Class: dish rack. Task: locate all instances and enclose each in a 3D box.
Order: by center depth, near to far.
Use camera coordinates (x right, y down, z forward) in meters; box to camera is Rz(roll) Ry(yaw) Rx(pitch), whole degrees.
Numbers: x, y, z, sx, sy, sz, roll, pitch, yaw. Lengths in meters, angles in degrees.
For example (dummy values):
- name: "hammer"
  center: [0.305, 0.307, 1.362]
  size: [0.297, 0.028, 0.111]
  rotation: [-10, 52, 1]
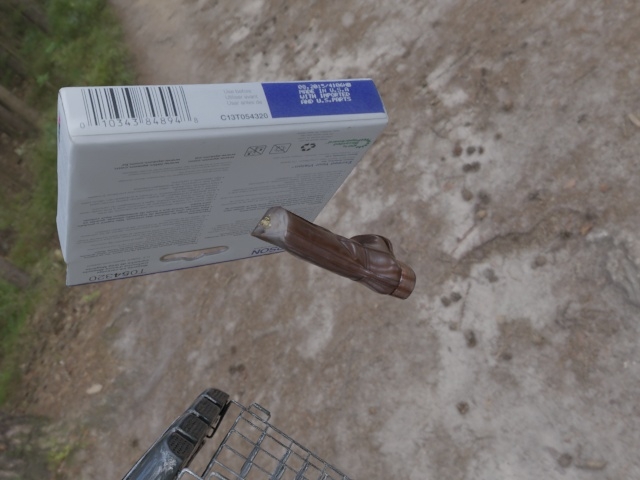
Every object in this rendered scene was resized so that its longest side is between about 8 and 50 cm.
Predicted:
- name: "dish rack"
  center: [-0.035, 0.247, 0.612]
  size: [0.074, 0.271, 0.208]
  rotation: [-58, -2, 6]

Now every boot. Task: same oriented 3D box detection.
- name: "boot"
  center: [0.000, 0.000, 0.463]
  size: [0.037, 0.114, 0.106]
  rotation: [-68, 24, 4]

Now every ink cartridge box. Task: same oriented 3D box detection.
- name: "ink cartridge box"
  center: [-0.132, -0.061, 0.760]
  size: [0.330, 0.324, 0.072]
  rotation: [-49, 55, 57]
